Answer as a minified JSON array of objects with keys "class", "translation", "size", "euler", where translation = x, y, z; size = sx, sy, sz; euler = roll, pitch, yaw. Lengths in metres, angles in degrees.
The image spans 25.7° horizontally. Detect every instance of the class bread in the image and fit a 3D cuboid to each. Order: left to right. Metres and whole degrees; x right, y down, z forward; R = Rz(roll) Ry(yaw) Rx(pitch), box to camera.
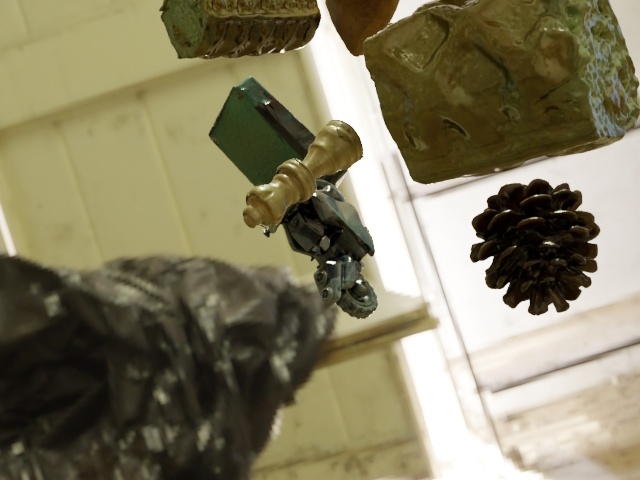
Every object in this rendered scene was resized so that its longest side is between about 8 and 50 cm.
[{"class":"bread","translation":[-0.095,-0.295,1.852],"size":[0.087,0.098,0.269],"euler":[-23,-5,38]},{"class":"bread","translation":[0.052,-0.327,1.989],"size":[0.154,0.136,0.054],"euler":[16,25,40]},{"class":"bread","translation":[0.187,-0.170,1.468],"size":[0.252,0.196,0.238],"euler":[-9,1,25]}]

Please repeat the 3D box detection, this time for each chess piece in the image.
[{"class":"chess piece","translation":[-0.025,-0.067,1.553],"size":[0.172,0.060,0.060],"euler":[-41,17,-33]}]

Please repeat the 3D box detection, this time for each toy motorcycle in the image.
[{"class":"toy motorcycle","translation":[0.000,0.000,2.156],"size":[0.159,0.270,0.106],"euler":[18,-50,-37]}]

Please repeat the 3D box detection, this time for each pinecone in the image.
[{"class":"pinecone","translation":[0.324,0.016,2.077],"size":[0.208,0.207,0.208],"euler":[-17,5,1]}]

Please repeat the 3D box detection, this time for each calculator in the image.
[{"class":"calculator","translation":[-0.077,-0.155,2.547],"size":[0.058,0.274,0.248],"euler":[-42,-7,-27]}]
